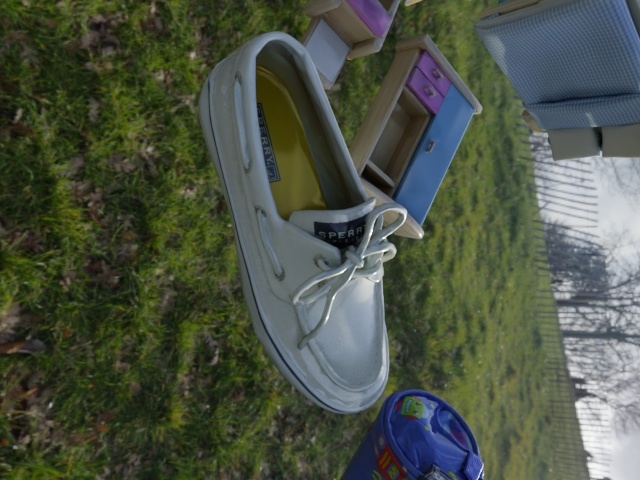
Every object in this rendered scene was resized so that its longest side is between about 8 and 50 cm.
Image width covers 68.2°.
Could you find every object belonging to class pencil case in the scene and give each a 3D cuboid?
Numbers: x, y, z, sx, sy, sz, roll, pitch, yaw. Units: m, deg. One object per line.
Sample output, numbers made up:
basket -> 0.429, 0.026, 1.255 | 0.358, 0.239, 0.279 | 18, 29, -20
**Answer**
pencil case -> 0.081, 0.318, 0.556 | 0.119, 0.133, 0.306 | -19, 137, -49

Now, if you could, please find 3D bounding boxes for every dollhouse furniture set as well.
dollhouse furniture set -> 0.154, -0.126, 0.446 | 0.286, 0.303, 0.198 | 34, 77, -36

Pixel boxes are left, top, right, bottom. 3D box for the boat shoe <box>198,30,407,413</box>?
boat shoe -> 0.007, -0.004, 0.422 | 0.135, 0.156, 0.367 | -19, 96, -29
